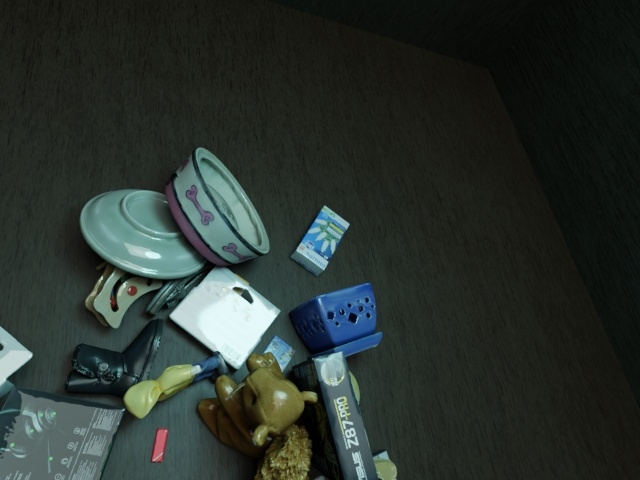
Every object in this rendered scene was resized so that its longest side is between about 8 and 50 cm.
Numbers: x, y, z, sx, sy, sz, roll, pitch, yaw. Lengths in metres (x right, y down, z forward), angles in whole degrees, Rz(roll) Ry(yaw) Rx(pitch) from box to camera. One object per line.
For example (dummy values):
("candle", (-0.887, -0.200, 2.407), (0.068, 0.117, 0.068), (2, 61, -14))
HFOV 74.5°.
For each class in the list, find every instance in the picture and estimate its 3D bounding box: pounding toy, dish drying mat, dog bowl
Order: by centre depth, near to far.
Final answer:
("dish drying mat", (-0.447, 0.569, 1.171), (0.032, 0.008, 0.083), (14, 58, -19))
("pounding toy", (-0.602, 0.134, 1.294), (0.154, 0.155, 0.269), (43, 57, -37))
("dog bowl", (-0.340, -0.094, 1.385), (0.150, 0.408, 0.408), (-31, 78, 6))

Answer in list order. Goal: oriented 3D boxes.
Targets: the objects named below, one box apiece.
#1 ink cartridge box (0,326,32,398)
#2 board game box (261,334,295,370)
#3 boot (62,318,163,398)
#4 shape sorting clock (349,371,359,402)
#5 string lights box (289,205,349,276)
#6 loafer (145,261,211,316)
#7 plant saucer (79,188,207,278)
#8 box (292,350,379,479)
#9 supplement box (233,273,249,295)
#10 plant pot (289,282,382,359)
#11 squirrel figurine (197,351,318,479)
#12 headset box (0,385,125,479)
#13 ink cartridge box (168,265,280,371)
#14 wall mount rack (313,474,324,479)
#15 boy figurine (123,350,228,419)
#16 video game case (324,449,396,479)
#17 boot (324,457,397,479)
("ink cartridge box", (-0.897, 0.355, 0.986), (0.207, 0.119, 0.353), (41, 54, -1))
("board game box", (-0.144, 0.384, 1.423), (0.090, 0.020, 0.090), (39, 54, -3))
("boot", (-0.576, 0.317, 1.188), (0.207, 0.094, 0.246), (21, 62, -21))
("shape sorting clock", (0.037, 0.524, 1.426), (0.206, 0.040, 0.206), (8, 64, -17))
("string lights box", (0.000, 0.000, 1.674), (0.133, 0.077, 0.260), (36, 53, -7))
("loafer", (-0.448, 0.144, 1.356), (0.084, 0.096, 0.267), (39, 51, -11))
("plant saucer", (-0.524, -0.054, 1.321), (0.400, 0.100, 0.400), (26, 30, -16))
("box", (0.022, 0.492, 1.187), (0.097, 0.395, 0.318), (-9, 74, -15))
("supplement box", (-0.300, 0.172, 1.448), (0.062, 0.036, 0.098), (37, 53, -4))
("plant pot", (0.060, 0.295, 1.453), (0.236, 0.236, 0.212), (-10, 75, -32))
("squirrel figurine", (-0.120, 0.500, 1.146), (0.281, 0.370, 0.397), (-23, 79, -31))
("headset box", (-0.660, 0.509, 1.016), (0.283, 0.131, 0.246), (19, 57, -17))
("ink cartridge box", (-0.308, 0.245, 1.376), (0.275, 0.060, 0.239), (39, 58, -3))
("wall mount rack", (-0.068, 0.772, 1.057), (0.130, 0.304, 0.350), (28, 61, 29))
("boy figurine", (-0.396, 0.396, 1.176), (0.285, 0.177, 0.092), (-13, 68, -53))
("video game case", (0.138, 0.832, 1.313), (0.275, 0.035, 0.248), (-8, 68, -31))
("boot", (0.151, 0.707, 1.237), (0.262, 0.203, 0.095), (1, 64, -25))
